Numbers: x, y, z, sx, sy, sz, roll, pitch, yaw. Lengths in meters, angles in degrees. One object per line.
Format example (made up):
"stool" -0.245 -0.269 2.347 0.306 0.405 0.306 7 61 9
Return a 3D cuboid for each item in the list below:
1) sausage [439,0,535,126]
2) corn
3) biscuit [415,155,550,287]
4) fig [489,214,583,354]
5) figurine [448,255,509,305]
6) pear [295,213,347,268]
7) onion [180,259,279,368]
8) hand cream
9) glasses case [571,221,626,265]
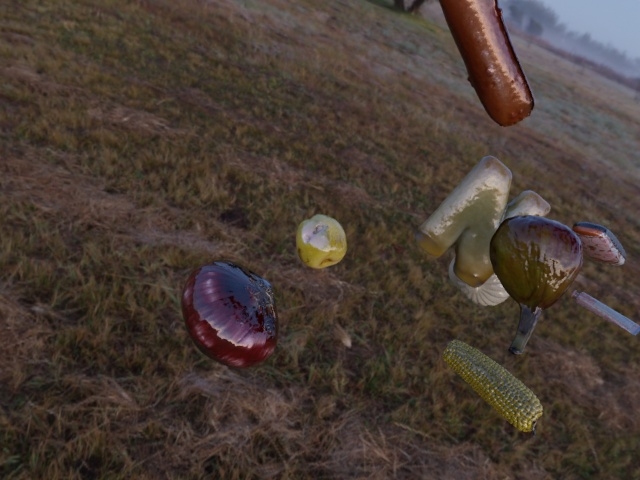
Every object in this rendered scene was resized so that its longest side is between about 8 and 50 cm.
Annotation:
"sausage" 0.303 -0.361 0.930 0.330 0.102 0.102 56 10 -27
"corn" 0.455 0.374 1.319 0.101 0.101 0.310 2 30 -40
"biscuit" 0.409 -0.040 1.270 0.237 0.291 0.062 39 13 -12
"fig" 0.444 0.093 1.087 0.190 0.290 0.190 15 2 -1
"figurine" 0.552 0.059 1.504 0.185 0.332 0.204 56 -8 12
"pear" 0.000 0.000 1.620 0.178 0.178 0.178 19 24 -9
"onion" -0.233 0.189 1.200 0.273 0.285 0.273 44 25 -26
"hand cream" 0.879 0.222 1.555 0.067 0.043 0.209 -17 39 -40
"glasses case" 0.861 0.013 1.552 0.266 0.067 0.103 31 -8 -39
